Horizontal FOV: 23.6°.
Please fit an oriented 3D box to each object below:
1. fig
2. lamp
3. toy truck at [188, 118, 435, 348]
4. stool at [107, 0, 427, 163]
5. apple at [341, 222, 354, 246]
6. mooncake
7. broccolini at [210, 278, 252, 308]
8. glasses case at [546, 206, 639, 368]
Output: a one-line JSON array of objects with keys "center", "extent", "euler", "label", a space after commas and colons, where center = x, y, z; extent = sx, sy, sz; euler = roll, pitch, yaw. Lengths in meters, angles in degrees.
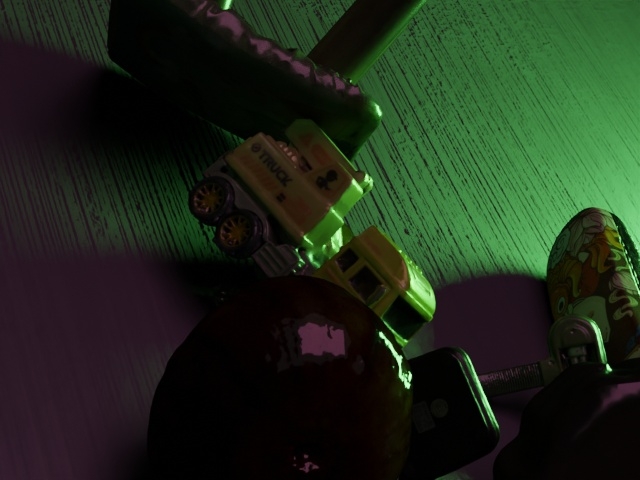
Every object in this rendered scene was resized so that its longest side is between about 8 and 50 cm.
[{"center": [-0.036, 0.145, 1.310], "extent": [0.235, 0.235, 0.214], "euler": [11, 37, -31], "label": "fig"}, {"center": [0.192, 0.198, 1.561], "extent": [0.283, 0.124, 0.203], "euler": [-7, 71, -48], "label": "lamp"}, {"center": [0.000, 0.000, 1.504], "extent": [0.272, 0.157, 0.124], "euler": [49, 4, 30], "label": "toy truck"}, {"center": [-0.051, -0.245, 1.658], "extent": [0.310, 0.310, 0.226], "euler": [28, 77, -5], "label": "stool"}, {"center": [-0.003, 0.010, 1.622], "extent": [0.089, 0.089, 0.074], "euler": [16, 75, -25], "label": "apple"}, {"center": [0.298, 0.249, 1.439], "extent": [0.283, 0.283, 0.141], "euler": [25, -9, -13], "label": "mooncake"}, {"center": [-0.015, 0.128, 1.499], "extent": [0.071, 0.057, 0.254], "euler": [-38, 68, -20], "label": "broccolini"}, {"center": [0.335, 0.091, 1.776], "extent": [0.082, 0.122, 0.321], "euler": [19, 36, -24], "label": "glasses case"}]
